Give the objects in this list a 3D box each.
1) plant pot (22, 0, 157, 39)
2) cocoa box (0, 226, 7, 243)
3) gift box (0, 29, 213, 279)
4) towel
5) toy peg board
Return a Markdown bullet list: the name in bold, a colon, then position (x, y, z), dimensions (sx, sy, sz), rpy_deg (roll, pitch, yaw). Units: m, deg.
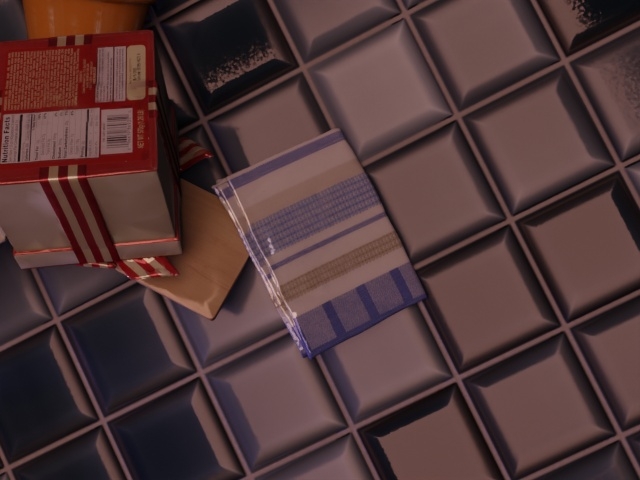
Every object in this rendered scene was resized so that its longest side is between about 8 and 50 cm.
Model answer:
- **plant pot**: position (-0.336, -0.313, 1.446), dimensions (0.205, 0.205, 0.188), rpy_deg (10, 106, 9)
- **cocoa box**: position (-0.596, -0.126, 1.388), dimensions (0.228, 0.231, 0.347), rpy_deg (-28, 112, 7)
- **gift box**: position (-0.288, -0.101, 1.351), dimensions (0.276, 0.258, 0.255), rpy_deg (0, 63, -1)
- **towel**: position (0.000, 0.000, 1.432), dimensions (0.209, 0.034, 0.285), rpy_deg (-27, 86, -14)
- **toy peg board**: position (-0.182, 0.016, 1.472), dimensions (0.161, 0.079, 0.160), rpy_deg (27, 77, 8)
